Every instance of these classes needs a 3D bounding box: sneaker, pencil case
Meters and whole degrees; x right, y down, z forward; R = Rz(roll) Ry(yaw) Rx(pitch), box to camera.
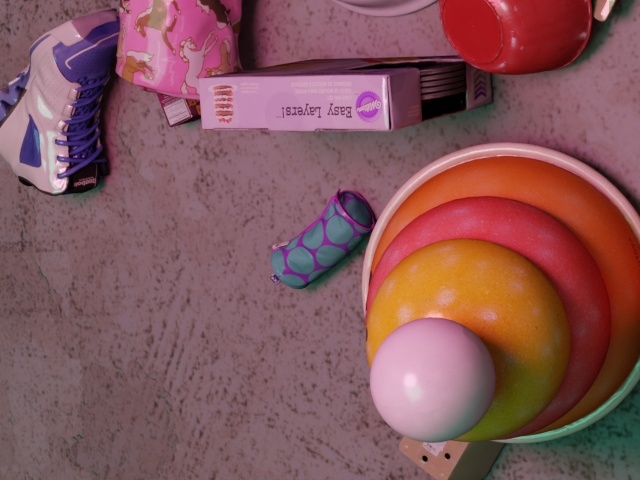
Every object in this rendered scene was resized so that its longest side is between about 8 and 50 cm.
[{"bbox_3d":[-0.338,-0.167,2.161,0.315,0.127,0.182,-37,84,42],"label":"sneaker"},{"bbox_3d":[-0.153,-0.367,1.930,0.160,0.167,0.386,8,104,2],"label":"pencil case"},{"bbox_3d":[0.000,0.000,2.000,0.070,0.064,0.152,42,125,-11],"label":"pencil case"}]

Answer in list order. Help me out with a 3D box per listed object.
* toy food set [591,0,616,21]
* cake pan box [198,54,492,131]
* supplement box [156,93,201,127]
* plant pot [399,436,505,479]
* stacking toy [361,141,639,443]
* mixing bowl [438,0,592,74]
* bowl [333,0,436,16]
[{"bbox_3d":[0.270,-0.333,1.755,0.192,0.038,0.132,36,113,28],"label":"toy food set"},{"bbox_3d":[0.036,-0.169,1.821,0.267,0.246,0.070,3,104,34],"label":"cake pan box"},{"bbox_3d":[-0.182,-0.196,2.078,0.043,0.055,0.083,-21,91,34],"label":"supplement box"},{"bbox_3d":[0.159,0.234,1.934,0.109,0.096,0.109,37,121,21],"label":"plant pot"},{"bbox_3d":[0.154,0.089,1.641,0.350,0.480,0.350,3,99,18],"label":"stacking toy"},{"bbox_3d":[0.196,-0.252,1.747,0.181,0.098,0.181,32,139,33],"label":"mixing bowl"},{"bbox_3d":[0.038,-0.401,1.830,0.298,0.134,0.298,9,107,33],"label":"bowl"}]
